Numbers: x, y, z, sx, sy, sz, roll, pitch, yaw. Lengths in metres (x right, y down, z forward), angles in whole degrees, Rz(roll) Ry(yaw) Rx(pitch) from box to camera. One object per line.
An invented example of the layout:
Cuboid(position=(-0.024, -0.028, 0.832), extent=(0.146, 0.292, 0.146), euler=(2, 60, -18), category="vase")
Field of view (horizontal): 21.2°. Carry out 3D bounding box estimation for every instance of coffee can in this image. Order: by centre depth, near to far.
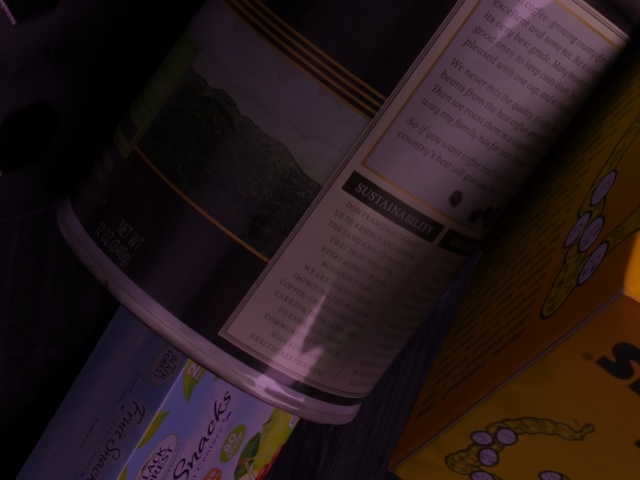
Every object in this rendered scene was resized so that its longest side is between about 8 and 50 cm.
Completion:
Cuboid(position=(0.018, -0.070, 0.911), extent=(0.275, 0.201, 0.201), euler=(-54, 154, 10), category="coffee can")

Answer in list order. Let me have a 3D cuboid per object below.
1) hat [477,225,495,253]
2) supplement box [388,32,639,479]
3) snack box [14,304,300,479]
Cuboid(position=(0.094, -0.079, 1.083), extent=(0.183, 0.208, 0.173), euler=(1, 90, -40), category="hat")
Cuboid(position=(0.214, 0.005, 0.879), extent=(0.195, 0.194, 0.356), euler=(-47, -169, 48), category="supplement box")
Cuboid(position=(-0.108, 0.149, 1.134), extent=(0.174, 0.070, 0.207), euler=(-60, 154, -5), category="snack box")
